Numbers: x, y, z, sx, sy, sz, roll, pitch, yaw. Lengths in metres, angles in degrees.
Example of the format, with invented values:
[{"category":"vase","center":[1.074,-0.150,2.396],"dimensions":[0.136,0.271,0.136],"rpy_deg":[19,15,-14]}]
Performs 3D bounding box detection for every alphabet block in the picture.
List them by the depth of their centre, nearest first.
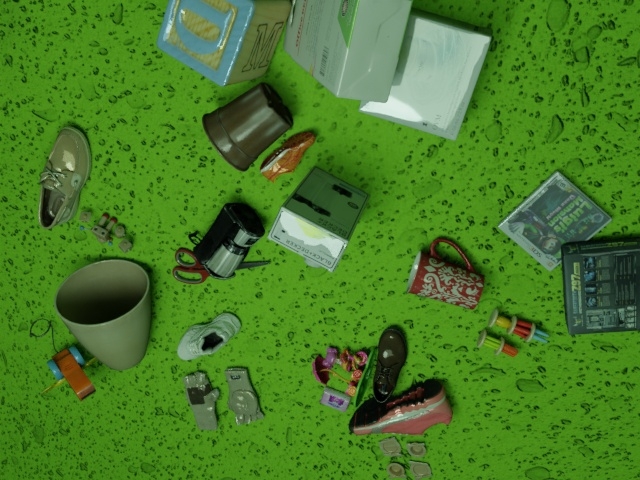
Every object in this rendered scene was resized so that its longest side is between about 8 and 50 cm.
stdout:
[{"category":"alphabet block","center":[-0.207,-0.472,1.368],"dimensions":[0.192,0.197,0.193],"rpy_deg":[34,118,8]}]

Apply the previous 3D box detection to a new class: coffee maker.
[{"category":"coffee maker","center":[-0.252,-0.013,1.644],"dimensions":[0.171,0.120,0.178],"rpy_deg":[40,115,3]}]

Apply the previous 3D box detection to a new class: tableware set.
[{"category":"tableware set","center":[0.254,0.654,1.874],"dimensions":[0.141,0.020,0.169],"rpy_deg":[-8,111,18]}]

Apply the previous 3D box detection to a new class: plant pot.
[{"category":"plant pot","center":[-0.165,-0.278,1.487],"dimensions":[0.165,0.167,0.167],"rpy_deg":[-34,102,18]},{"category":"plant pot","center":[-0.593,0.240,1.809],"dimensions":[0.256,0.257,0.274],"rpy_deg":[7,132,12]}]

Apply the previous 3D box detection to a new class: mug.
[{"category":"mug","center":[0.315,0.088,1.547],"dimensions":[0.169,0.113,0.150],"rpy_deg":[19,119,3]}]

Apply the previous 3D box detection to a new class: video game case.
[{"category":"video game case","center":[0.546,-0.043,1.471],"dimensions":[0.173,0.022,0.190],"rpy_deg":[39,118,-5]}]

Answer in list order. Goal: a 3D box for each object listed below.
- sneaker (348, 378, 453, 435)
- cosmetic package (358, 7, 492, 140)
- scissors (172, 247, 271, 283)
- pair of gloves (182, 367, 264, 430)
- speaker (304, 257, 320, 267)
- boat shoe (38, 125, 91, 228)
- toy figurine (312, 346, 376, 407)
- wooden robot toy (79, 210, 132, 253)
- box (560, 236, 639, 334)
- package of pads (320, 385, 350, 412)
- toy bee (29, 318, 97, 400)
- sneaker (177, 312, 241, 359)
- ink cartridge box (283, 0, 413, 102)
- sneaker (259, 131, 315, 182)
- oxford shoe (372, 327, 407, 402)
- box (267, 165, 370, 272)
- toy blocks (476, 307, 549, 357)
[{"category":"sneaker","center":[0.226,0.507,1.761],"dimensions":[0.313,0.116,0.136],"rpy_deg":[-25,107,24]},{"category":"cosmetic package","center":[0.223,-0.364,1.347],"dimensions":[0.224,0.138,0.224],"rpy_deg":[19,117,8]},{"category":"scissors","center":[-0.279,0.085,1.760],"dimensions":[0.296,0.021,0.109],"rpy_deg":[7,113,11]},{"category":"pair of gloves","center":[-0.304,0.486,1.937],"dimensions":[0.240,0.042,0.204],"rpy_deg":[-11,107,18]},{"category":"speaker","center":[0.000,0.000,1.622],"dimensions":[0.055,0.055,0.136],"rpy_deg":[21,117,5]},{"category":"boat shoe","center":[-0.709,-0.165,1.713],"dimensions":[0.109,0.098,0.302],"rpy_deg":[26,118,2]},{"category":"toy figurine","center":[0.056,0.355,1.750],"dimensions":[0.159,0.130,0.173],"rpy_deg":[19,96,17]},{"category":"wooden robot toy","center":[-0.607,-0.021,1.786],"dimensions":[0.173,0.076,0.079],"rpy_deg":[29,153,1]},{"category":"box","center":[0.670,0.110,1.475],"dimensions":[0.183,0.059,0.233],"rpy_deg":[-7,117,16]},{"category":"package of pads","center":[0.044,0.464,1.836],"dimensions":[0.083,0.032,0.050],"rpy_deg":[20,119,6]},{"category":"toy bee","center":[-0.784,0.393,1.979],"dimensions":[0.195,0.298,0.162],"rpy_deg":[-15,146,-14]},{"category":"sneaker","center":[-0.342,0.293,1.815],"dimensions":[0.232,0.115,0.090],"rpy_deg":[-34,102,26]},{"category":"ink cartridge box","center":[0.040,-0.443,1.306],"dimensions":[0.119,0.353,0.207],"rpy_deg":[0,120,-24]},{"category":"sneaker","center":[-0.073,-0.208,1.552],"dimensions":[0.175,0.064,0.067],"rpy_deg":[-33,122,31]},{"category":"oxford shoe","center":[0.187,0.345,1.708],"dimensions":[0.082,0.096,0.227],"rpy_deg":[9,114,13]},{"category":"box","center":[0.006,-0.058,1.460],"dimensions":[0.169,0.290,0.087],"rpy_deg":[28,118,2]},{"category":"toy blocks","center":[0.493,0.251,1.604],"dimensions":[0.148,0.054,0.123],"rpy_deg":[22,117,4]}]
